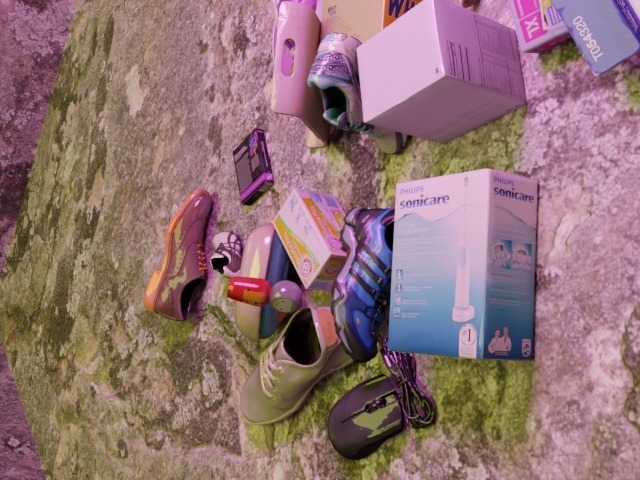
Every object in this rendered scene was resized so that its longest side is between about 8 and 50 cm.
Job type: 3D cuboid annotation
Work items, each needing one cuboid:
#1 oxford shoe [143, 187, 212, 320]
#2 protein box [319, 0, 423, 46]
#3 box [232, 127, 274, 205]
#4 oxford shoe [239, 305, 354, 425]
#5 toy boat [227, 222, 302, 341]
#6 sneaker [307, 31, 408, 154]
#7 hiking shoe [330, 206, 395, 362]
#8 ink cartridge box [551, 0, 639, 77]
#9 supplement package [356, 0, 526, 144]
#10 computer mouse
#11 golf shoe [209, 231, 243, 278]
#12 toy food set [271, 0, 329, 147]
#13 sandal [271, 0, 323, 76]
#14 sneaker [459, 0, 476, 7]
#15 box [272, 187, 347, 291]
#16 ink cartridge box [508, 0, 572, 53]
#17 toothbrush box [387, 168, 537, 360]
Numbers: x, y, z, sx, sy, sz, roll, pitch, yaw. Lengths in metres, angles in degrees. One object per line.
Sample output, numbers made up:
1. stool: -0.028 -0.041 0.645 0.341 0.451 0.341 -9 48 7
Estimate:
1. oxford shoe: -0.348 0.041 2.082 0.132 0.130 0.364 21 95 19
2. protein box: 0.110 -0.406 1.515 0.199 0.135 0.201 -2 83 53
3. box: -0.170 -0.184 1.932 0.116 0.029 0.162 -37 57 42
4. oxford shoe: -0.070 0.262 1.638 0.449 0.130 0.169 -43 53 41
5. toy boat: -0.108 0.100 1.656 0.318 0.148 0.268 -76 -4 -86
6. sneaker: 0.061 -0.244 1.437 0.110 0.283 0.122 11 62 45
7. hiking shoe: 0.101 0.075 1.438 0.132 0.113 0.304 -7 72 34
8. ink cartridge box: 0.430 -0.444 1.026 0.330 0.071 0.324 -33 78 30
9. supplement package: 0.203 -0.281 1.314 0.194 0.203 0.149 -24 65 48
10. computer mouse: 0.086 0.321 1.464 0.272 0.072 0.189 -50 48 35
11. golf shoe: -0.240 0.032 1.932 0.198 0.093 0.077 45 120 49
12. toy food set: -0.042 -0.333 1.609 0.092 0.306 0.220 4 85 13
13. sandal: -0.058 -0.566 1.753 0.169 0.102 0.417 41 124 42
14. sneaker: 0.266 -0.482 1.400 0.067 0.042 0.119 28 98 47
15. box: 0.000 0.000 1.603 0.103 0.114 0.203 -56 46 30
16. ink cartridge box: 0.414 -0.424 1.147 0.311 0.065 0.186 -18 85 48
17. toothbrush box: 0.232 0.044 1.278 0.216 0.126 0.296 -7 79 53
